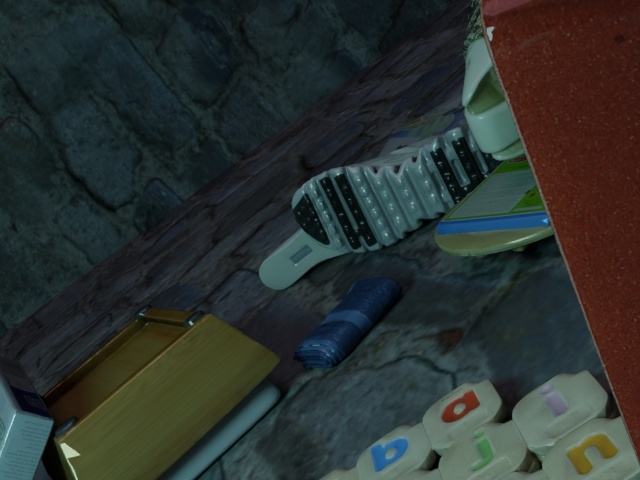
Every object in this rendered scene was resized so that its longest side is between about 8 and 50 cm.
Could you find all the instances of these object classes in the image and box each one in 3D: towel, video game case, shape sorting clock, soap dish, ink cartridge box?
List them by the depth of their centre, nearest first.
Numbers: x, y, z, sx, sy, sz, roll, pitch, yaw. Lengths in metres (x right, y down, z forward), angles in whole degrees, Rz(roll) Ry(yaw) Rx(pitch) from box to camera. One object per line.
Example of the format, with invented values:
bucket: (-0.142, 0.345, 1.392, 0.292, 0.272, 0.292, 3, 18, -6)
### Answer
shape sorting clock: (0.204, -0.040, 0.946, 0.206, 0.040, 0.206, -28, 18, 10)
ink cartridge box: (-0.340, 0.245, 0.995, 0.223, 0.045, 0.224, 20, 87, 64)
towel: (0.028, 0.081, 1.003, 0.119, 0.029, 0.067, -44, 16, -31)
soap dish: (-0.187, 0.170, 1.043, 0.229, 0.118, 0.291, -41, 13, -20)
video game case: (0.205, -0.161, 1.382, 0.329, 0.036, 0.300, -29, 14, 28)

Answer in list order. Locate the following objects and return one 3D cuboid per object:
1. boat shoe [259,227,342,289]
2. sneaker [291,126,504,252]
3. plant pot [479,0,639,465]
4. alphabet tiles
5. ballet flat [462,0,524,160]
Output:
boat shoe: (0.000, 0.000, 1.304, 0.184, 0.066, 0.063, -41, 11, 25)
sneaker: (0.101, -0.064, 1.183, 0.292, 0.110, 0.118, -16, 13, 31)
plant pot: (0.252, -0.060, 0.472, 0.236, 0.267, 0.267, -14, 22, 29)
alphabet tiles: (0.060, 0.181, 0.590, 0.284, 0.021, 0.278, -35, 13, 5)
ballet flat: (0.231, -0.136, 0.873, 0.182, 0.164, 0.483, -47, 28, -8)
